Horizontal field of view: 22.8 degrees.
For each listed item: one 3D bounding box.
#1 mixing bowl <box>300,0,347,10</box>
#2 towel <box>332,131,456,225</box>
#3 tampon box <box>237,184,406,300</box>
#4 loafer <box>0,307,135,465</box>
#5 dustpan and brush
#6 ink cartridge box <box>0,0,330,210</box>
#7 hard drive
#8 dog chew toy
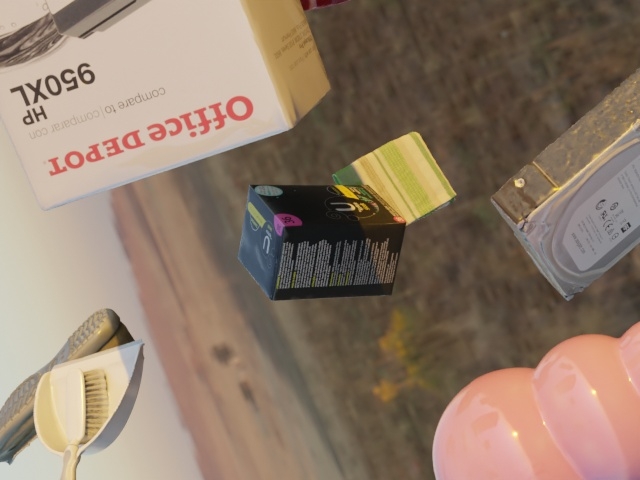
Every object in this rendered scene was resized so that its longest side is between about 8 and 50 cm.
[{"bbox_3d":[-0.017,-0.371,2.112,0.181,0.181,0.098,135,124,-84],"label":"mixing bowl"},{"bbox_3d":[0.098,-0.071,2.130,0.113,0.152,0.023,58,150,5],"label":"towel"},{"bbox_3d":[0.000,0.000,1.899,0.120,0.161,0.101,-133,47,-55],"label":"tampon box"},{"bbox_3d":[-0.308,0.193,1.912,0.087,0.251,0.094,40,-161,-18],"label":"loafer"},{"bbox_3d":[-0.268,0.215,1.767,0.060,0.147,0.211,32,-133,-51],"label":"dustpan and brush"},{"bbox_3d":[-0.198,-0.262,1.527,0.166,0.285,0.395,-54,-55,-66],"label":"ink cartridge box"},{"bbox_3d":[0.378,-0.094,1.887,0.064,0.339,0.237,49,-179,34],"label":"hard drive"},{"bbox_3d":[0.285,0.196,1.689,0.206,0.332,0.206,48,-159,-25],"label":"dog chew toy"}]
